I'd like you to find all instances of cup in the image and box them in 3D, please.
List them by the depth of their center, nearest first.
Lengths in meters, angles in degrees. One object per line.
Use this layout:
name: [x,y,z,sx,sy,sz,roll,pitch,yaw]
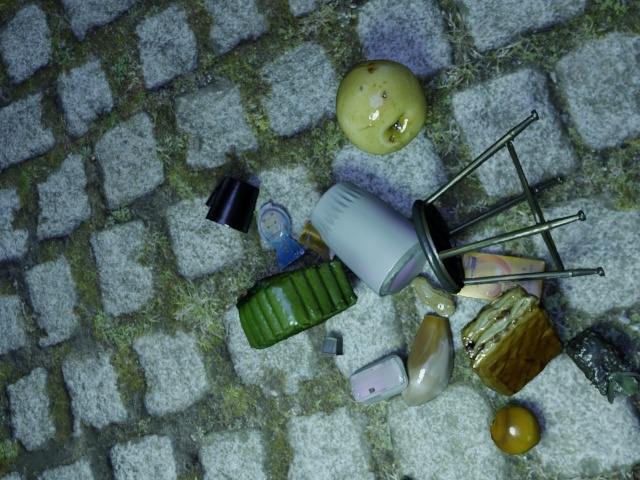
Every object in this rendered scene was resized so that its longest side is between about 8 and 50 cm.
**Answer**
cup: [0.162,-0.013,1.688,0.371,0.253,0.253,42,99,22]
cup: [-0.357,-0.146,1.941,0.239,0.166,0.177,19,88,20]

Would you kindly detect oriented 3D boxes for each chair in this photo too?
chair: [0.510,-0.052,1.476,0.410,0.364,0.362,-24,53,24]

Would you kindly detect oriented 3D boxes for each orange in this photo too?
orange: [0.583,0.564,1.539,0.134,0.156,0.157,24,93,0]

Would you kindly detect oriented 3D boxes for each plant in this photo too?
plant: [0.812,0.358,1.477,0.203,0.131,0.142,41,97,6]

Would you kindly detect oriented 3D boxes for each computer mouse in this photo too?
computer mouse: [0.196,0.463,1.711,0.245,0.056,0.126,-37,61,37]

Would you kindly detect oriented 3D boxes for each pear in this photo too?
pear: [0.194,-0.444,1.703,0.309,0.309,0.310,-2,84,20]

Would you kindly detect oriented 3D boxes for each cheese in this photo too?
cheese: [-0.157,-0.025,1.910,0.135,0.052,0.245,-35,74,21]

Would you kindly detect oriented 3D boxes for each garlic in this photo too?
garlic: [0.355,0.394,1.669,0.143,0.112,0.318,14,79,24]

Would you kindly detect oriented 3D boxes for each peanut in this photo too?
peanut: [0.374,0.180,1.689,0.174,0.080,0.080,42,99,22]

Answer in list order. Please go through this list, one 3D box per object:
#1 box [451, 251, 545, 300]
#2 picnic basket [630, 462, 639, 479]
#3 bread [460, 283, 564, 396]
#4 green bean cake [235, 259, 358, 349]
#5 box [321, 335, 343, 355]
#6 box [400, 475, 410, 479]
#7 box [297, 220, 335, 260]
box: [0.564,0.120,1.639,0.269,0.043,0.153,7,84,20]
picnic basket: [0.910,0.667,1.438,0.072,0.083,0.072,-2,84,19]
bread: [0.548,0.291,1.520,0.277,0.324,0.167,-46,37,4]
green bean cake: [-0.081,0.195,1.693,0.319,0.335,0.218,-35,77,43]
box: [0.044,0.367,1.787,0.060,0.084,0.063,4,81,21]
box: [0.281,0.881,1.614,0.129,0.162,0.227,9,88,10]
box: [0.000,0.000,1.868,0.156,0.022,0.089,31,98,20]
